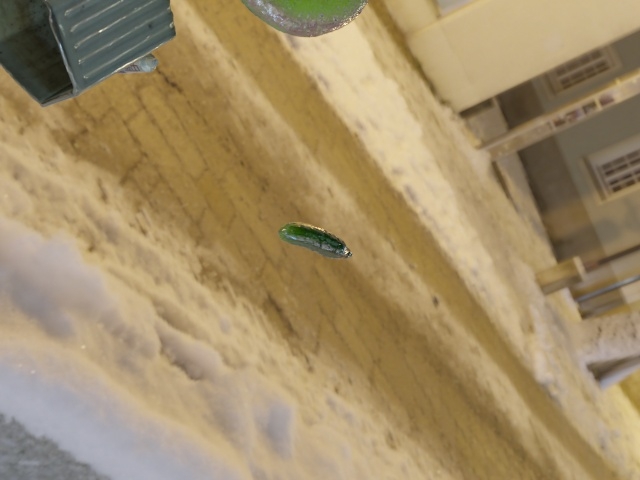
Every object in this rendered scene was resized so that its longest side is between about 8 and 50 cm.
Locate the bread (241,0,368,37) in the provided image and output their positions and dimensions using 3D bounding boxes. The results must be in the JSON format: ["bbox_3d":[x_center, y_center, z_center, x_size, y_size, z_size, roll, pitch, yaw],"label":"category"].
[{"bbox_3d":[-0.013,-0.417,1.144,0.301,0.045,0.301,-7,101,-40],"label":"bread"}]

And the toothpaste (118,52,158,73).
[{"bbox_3d":[-0.382,-0.347,1.680,0.038,0.233,0.060,-46,126,-27],"label":"toothpaste"}]

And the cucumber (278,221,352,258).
[{"bbox_3d":[0.000,0.000,1.234,0.155,0.037,0.037,20,46,-44],"label":"cucumber"}]

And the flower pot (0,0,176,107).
[{"bbox_3d":[-0.333,-0.313,1.138,0.239,0.209,0.189,43,57,6],"label":"flower pot"}]
